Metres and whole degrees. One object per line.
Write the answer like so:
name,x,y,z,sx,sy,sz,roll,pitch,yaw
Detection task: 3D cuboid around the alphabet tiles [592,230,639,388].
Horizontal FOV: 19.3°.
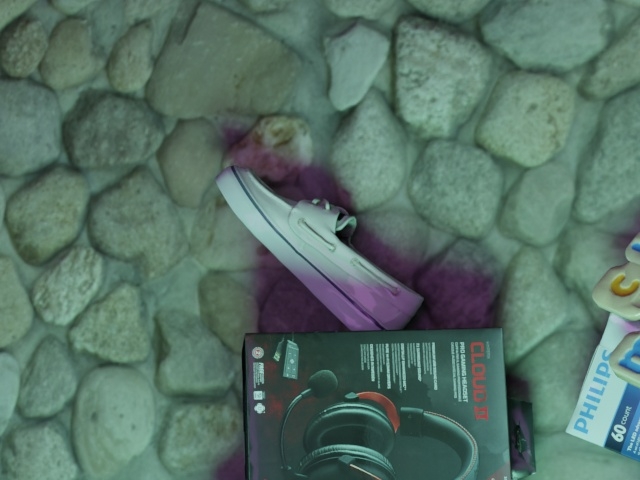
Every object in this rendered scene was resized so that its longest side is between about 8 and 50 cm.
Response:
alphabet tiles,0.407,0.044,1.794,0.278,0.021,0.284,25,67,45

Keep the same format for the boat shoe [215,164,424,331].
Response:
boat shoe,0.000,0.000,2.019,0.088,0.096,0.267,-47,69,6

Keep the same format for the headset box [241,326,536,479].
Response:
headset box,0.069,0.202,1.896,0.293,0.110,0.218,0,77,-4

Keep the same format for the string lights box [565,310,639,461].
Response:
string lights box,0.386,0.175,1.835,0.260,0.077,0.133,21,90,24
